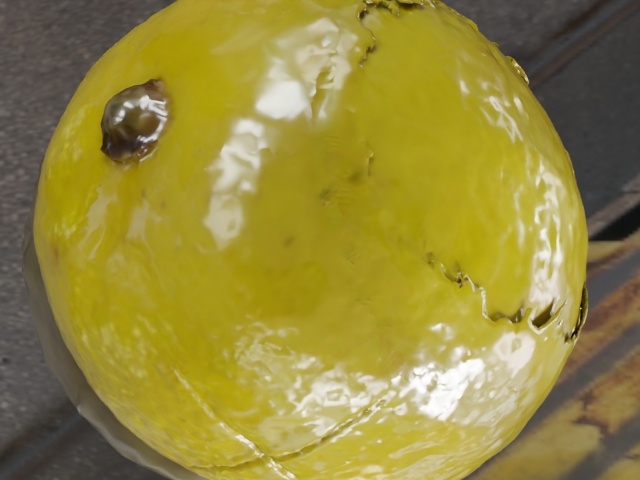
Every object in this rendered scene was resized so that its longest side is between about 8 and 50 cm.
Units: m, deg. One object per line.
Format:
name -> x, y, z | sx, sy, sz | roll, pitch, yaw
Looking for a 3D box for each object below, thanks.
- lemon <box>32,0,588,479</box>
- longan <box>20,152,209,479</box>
lemon -> 0.001, 0.000, 0.783 | 0.297, 0.297, 0.297 | 0, 90, -35
longan -> -0.047, 0.017, 1.190 | 0.391, 0.391, 0.391 | 0, 90, -35
